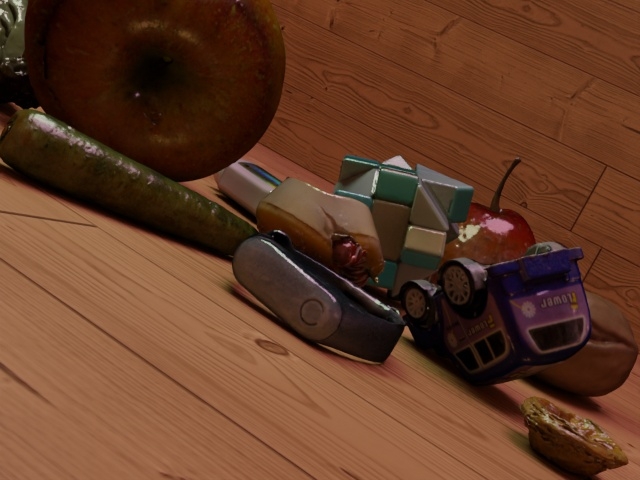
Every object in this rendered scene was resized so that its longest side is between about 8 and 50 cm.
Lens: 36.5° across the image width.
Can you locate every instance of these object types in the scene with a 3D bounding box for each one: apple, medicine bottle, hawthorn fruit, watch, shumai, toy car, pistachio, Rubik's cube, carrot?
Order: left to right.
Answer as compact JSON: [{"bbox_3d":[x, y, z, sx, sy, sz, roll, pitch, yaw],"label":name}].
[{"bbox_3d":[-0.451,-0.287,1.437,0.142,0.184,0.184,13,4,11],"label":"shumai"},{"bbox_3d":[-0.203,-0.050,1.131,0.358,0.074,0.074,27,6,-33],"label":"carrot"},{"bbox_3d":[-0.239,-0.275,1.431,0.384,0.374,0.374,43,1,-19],"label":"apple"},{"bbox_3d":[-0.112,-0.087,1.706,0.115,0.078,0.219,19,11,-41],"label":"medicine bottle"},{"bbox_3d":[-0.005,0.060,1.085,0.206,0.068,0.193,35,6,25],"label":"watch"},{"bbox_3d":[0.116,-0.018,1.532,0.213,0.224,0.265,12,9,0],"label":"Rubik's cube"},{"bbox_3d":[0.291,0.039,1.777,0.231,0.263,0.235,48,-26,-13],"label":"hawthorn fruit"},{"bbox_3d":[0.222,0.101,1.232,0.172,0.158,0.235,-8,-14,-32],"label":"toy car"},{"bbox_3d":[0.399,0.161,1.532,0.181,0.162,0.293,-2,-15,40],"label":"pistachio"}]

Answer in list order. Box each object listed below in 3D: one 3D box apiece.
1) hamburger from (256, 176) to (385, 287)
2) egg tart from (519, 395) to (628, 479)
[{"bbox_3d":[0.000,0.000,1.258,0.173,0.116,0.210,21,-10,11],"label":"hamburger"},{"bbox_3d":[0.266,0.214,1.039,0.130,0.052,0.130,28,5,-3],"label":"egg tart"}]
